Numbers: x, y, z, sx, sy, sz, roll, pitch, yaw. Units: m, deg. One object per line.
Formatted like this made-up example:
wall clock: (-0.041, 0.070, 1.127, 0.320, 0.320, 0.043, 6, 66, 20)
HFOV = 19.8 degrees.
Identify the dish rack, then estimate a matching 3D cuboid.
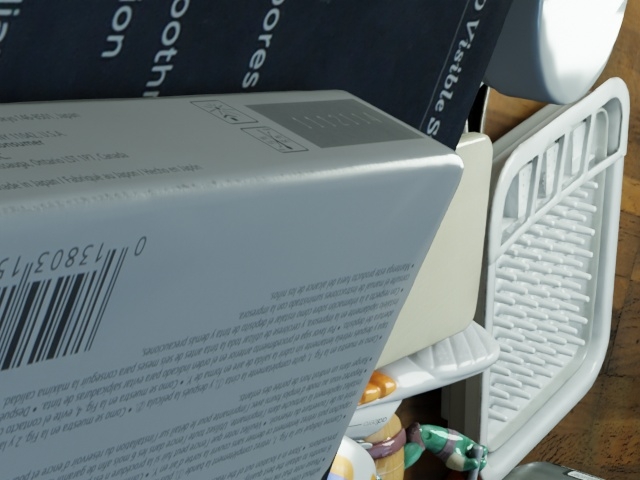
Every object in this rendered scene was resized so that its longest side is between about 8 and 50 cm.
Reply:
dish rack: (0.190, 0.029, 1.687, 0.285, 0.072, 0.333, -36, 132, -50)

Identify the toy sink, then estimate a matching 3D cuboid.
toy sink: (0.000, 0.000, 1.280, 0.234, 0.131, 0.153, -19, 120, -51)

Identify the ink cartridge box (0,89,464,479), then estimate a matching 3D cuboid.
ink cartridge box: (-0.087, 0.084, 0.576, 0.296, 0.066, 0.261, -10, 126, -60)

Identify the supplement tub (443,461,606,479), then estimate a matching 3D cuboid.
supplement tub: (0.264, 0.328, 1.680, 0.207, 0.338, 0.207, -33, 130, -50)

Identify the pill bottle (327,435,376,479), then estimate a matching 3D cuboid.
pill bottle: (-0.048, 0.267, 1.221, 0.152, 0.152, 0.272, 52, 40, -55)

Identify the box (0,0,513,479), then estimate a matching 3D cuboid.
box: (-0.174, -0.046, 0.693, 0.472, 0.297, 0.480, -11, 126, -57)

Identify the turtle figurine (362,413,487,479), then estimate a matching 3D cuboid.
turtle figurine: (0.052, 0.166, 1.465, 0.175, 0.118, 0.234, -32, 117, -60)

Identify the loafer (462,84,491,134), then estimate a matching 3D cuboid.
loafer: (0.118, -0.120, 1.475, 0.096, 0.084, 0.267, -3, 106, -60)

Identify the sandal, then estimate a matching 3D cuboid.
sandal: (0.020, 0.113, 1.332, 0.265, 0.102, 0.076, -7, 123, -34)

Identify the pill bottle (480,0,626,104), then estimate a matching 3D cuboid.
pill bottle: (0.016, -0.166, 1.050, 0.169, 0.301, 0.169, -34, 131, -50)
